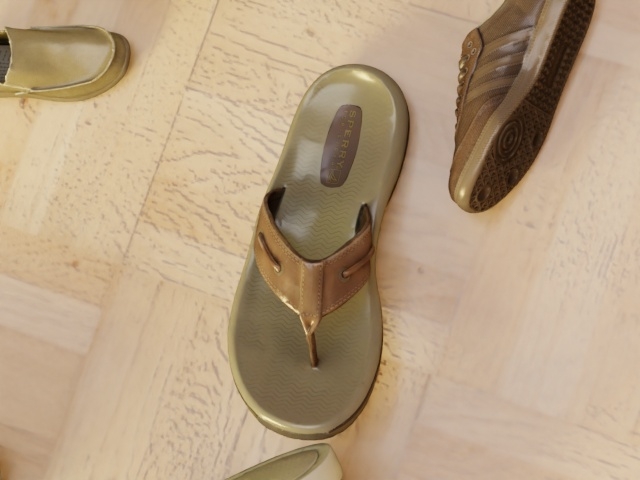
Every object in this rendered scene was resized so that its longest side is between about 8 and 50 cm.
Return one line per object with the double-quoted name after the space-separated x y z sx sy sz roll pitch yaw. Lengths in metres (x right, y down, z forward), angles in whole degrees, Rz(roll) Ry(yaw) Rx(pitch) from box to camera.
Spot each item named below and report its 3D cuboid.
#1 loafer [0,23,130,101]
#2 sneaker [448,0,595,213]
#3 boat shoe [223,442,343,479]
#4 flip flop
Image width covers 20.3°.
-0.216 -0.134 1.350 0.148 0.050 0.056 -7 79 14 "loafer"
0.127 -0.110 1.257 0.071 0.066 0.188 23 81 34 "sneaker"
-0.115 0.260 1.223 0.340 0.127 0.113 -29 99 8 "boat shoe"
0.000 0.000 1.241 0.112 0.080 0.277 10 75 12 "flip flop"
